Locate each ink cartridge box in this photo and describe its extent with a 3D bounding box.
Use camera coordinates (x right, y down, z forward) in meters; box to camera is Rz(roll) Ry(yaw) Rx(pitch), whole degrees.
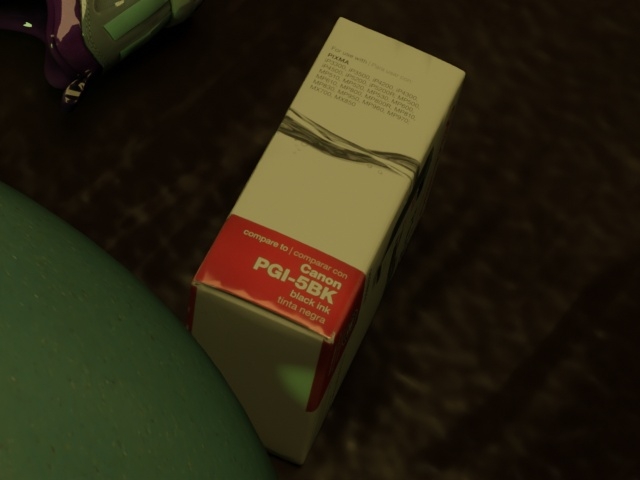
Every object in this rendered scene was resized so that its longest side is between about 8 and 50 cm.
[{"bbox_3d":[0.000,0.000,0.712,0.056,0.099,0.135,23,57,7],"label":"ink cartridge box"}]

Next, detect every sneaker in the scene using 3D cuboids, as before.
[{"bbox_3d":[-0.157,-0.149,0.800,0.223,0.083,0.098,36,64,14],"label":"sneaker"}]

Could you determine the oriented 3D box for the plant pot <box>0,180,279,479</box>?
[{"bbox_3d":[-0.118,0.107,0.548,0.195,0.290,0.290,6,46,-51],"label":"plant pot"}]
